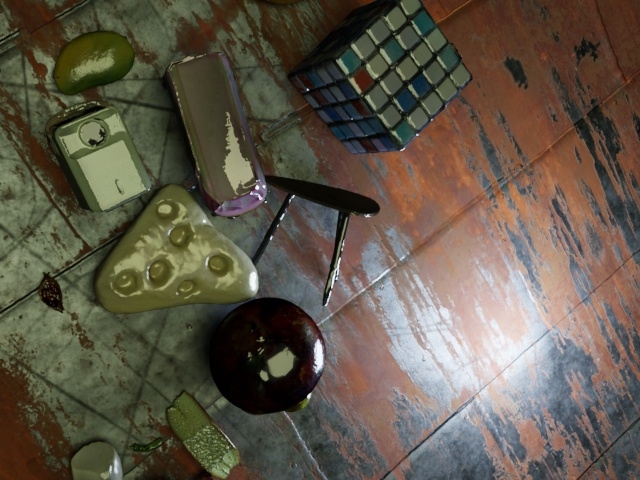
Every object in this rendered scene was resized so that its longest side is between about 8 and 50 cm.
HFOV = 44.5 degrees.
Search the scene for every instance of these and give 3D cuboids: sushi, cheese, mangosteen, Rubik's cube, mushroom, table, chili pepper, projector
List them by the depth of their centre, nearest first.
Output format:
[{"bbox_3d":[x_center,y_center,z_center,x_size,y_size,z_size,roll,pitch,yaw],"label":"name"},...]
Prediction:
[{"bbox_3d":[-0.503,-0.191,1.756,0.163,0.177,0.242,-27,104,-22],"label":"projector"},{"bbox_3d":[-0.620,0.123,1.802,0.050,0.047,0.099,-30,104,-16],"label":"sushi"},{"bbox_3d":[-0.528,0.599,1.871,0.116,0.093,0.225,-5,106,-9],"label":"mushroom"},{"bbox_3d":[-0.354,0.089,1.874,0.328,0.129,0.351,-46,109,-16],"label":"cheese"},{"bbox_3d":[-0.123,0.290,1.922,0.311,0.311,0.311,-2,96,-24],"label":"mangosteen"},{"bbox_3d":[-0.430,0.511,1.939,0.083,0.022,0.027,-9,131,-24],"label":"chili pepper"},{"bbox_3d":[0.147,-0.413,1.968,0.293,0.287,0.292,-48,110,-14],"label":"Rubik's cube"},{"bbox_3d":[0.000,0.000,1.989,0.317,0.317,0.249,10,103,-25],"label":"table"}]

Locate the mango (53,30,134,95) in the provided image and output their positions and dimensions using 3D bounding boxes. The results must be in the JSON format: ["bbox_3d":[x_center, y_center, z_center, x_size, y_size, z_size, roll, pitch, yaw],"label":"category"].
[{"bbox_3d":[-0.517,-0.410,1.779,0.191,0.085,0.122,-23,107,-22],"label":"mango"}]

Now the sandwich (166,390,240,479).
[{"bbox_3d":[-0.286,0.503,1.966,0.094,0.096,0.258,-40,107,-10],"label":"sandwich"}]

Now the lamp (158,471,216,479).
[{"bbox_3d":[-0.365,0.662,1.925,0.215,0.151,0.223,-60,157,-3],"label":"lamp"}]

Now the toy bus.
[{"bbox_3d":[-0.245,-0.242,1.822,0.171,0.162,0.386,-18,91,-1],"label":"toy bus"}]

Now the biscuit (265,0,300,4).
[{"bbox_3d":[-0.088,-0.797,1.946,0.350,0.070,0.394,-25,104,-20],"label":"biscuit"}]
